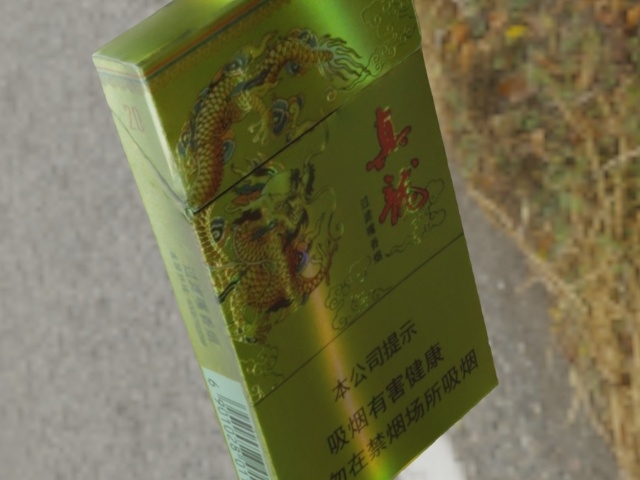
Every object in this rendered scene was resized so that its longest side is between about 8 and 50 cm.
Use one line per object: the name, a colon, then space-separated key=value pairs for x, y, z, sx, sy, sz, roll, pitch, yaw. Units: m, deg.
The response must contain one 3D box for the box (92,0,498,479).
box: x=0.000 y=0.000 z=0.906 sx=0.043 sy=0.173 sz=0.311 roll=20 pitch=136 yaw=42
